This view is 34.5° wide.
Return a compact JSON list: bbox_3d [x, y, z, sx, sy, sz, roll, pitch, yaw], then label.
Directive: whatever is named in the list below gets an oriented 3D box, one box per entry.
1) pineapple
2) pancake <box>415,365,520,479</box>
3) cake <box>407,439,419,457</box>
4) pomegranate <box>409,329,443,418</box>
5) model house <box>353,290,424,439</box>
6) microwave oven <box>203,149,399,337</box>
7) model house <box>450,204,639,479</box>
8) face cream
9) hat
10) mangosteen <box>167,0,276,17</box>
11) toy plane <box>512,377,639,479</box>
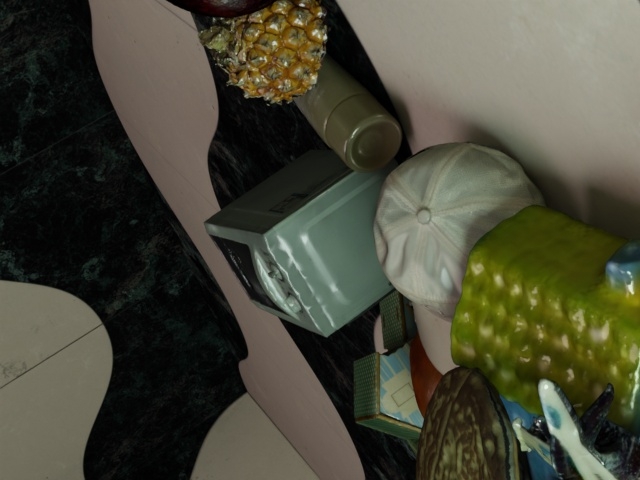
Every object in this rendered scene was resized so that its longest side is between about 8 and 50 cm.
[{"bbox_3d":[-0.089,-0.255,1.291,0.176,0.136,0.161,55,138,42],"label":"pineapple"},{"bbox_3d":[0.129,0.243,0.919,0.250,0.031,0.250,-177,90,-78],"label":"pancake"},{"bbox_3d":[0.249,0.321,1.485,0.284,0.158,0.172,52,163,30],"label":"cake"},{"bbox_3d":[0.201,0.159,1.255,0.191,0.191,0.191,51,164,21],"label":"pomegranate"},{"bbox_3d":[0.142,0.187,1.428,0.271,0.206,0.178,57,165,1],"label":"model house"},{"bbox_3d":[0.000,0.000,1.436,0.181,0.237,0.295,60,164,-14],"label":"microwave oven"},{"bbox_3d":[0.262,0.114,0.934,0.237,0.215,0.303,31,144,54],"label":"model house"},{"bbox_3d":[-0.006,-0.209,1.368,0.341,0.084,0.137,53,163,46],"label":"face cream"},{"bbox_3d":[0.143,0.033,1.101,0.232,0.161,0.275,25,131,39],"label":"hat"},{"bbox_3d":[-0.086,-0.368,1.100,0.261,0.235,0.236,-17,111,30],"label":"mangosteen"},{"bbox_3d":[0.202,0.156,0.735,0.192,0.088,0.262,30,154,42],"label":"toy plane"}]
